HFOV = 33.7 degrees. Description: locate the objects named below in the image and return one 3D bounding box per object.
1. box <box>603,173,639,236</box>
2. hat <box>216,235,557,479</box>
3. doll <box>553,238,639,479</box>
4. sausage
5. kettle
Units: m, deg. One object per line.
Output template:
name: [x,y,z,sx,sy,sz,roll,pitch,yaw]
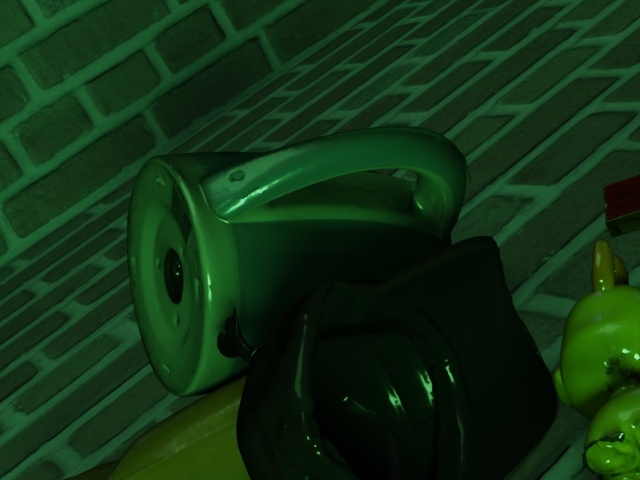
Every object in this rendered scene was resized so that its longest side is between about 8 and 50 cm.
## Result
box: [0.375,-0.053,1.150,0.133,0.023,0.090,-20,24,25]
hat: [0.038,0.136,0.897,0.209,0.238,0.336,-21,5,44]
doll: [0.247,0.097,0.818,0.135,0.143,0.221,-22,29,23]
sausage: [-0.137,0.225,1.032,0.354,0.116,0.134,-27,7,11]
kettle: [0.000,0.000,1.120,0.342,0.247,0.319,-6,-33,-26]
